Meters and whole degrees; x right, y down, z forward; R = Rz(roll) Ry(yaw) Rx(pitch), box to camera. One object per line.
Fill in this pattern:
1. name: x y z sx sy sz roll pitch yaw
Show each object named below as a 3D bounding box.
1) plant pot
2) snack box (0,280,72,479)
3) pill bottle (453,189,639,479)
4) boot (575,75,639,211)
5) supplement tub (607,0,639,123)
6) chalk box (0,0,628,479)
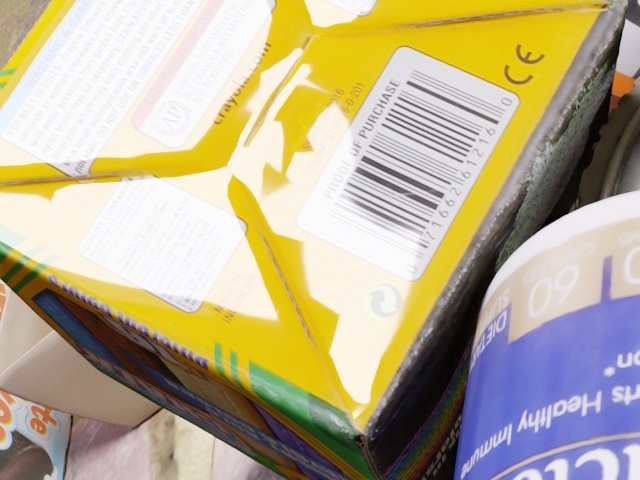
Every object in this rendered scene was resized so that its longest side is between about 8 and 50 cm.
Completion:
1. plant pot: -0.124 0.048 0.904 0.109 0.096 0.109 -37 31 25
2. snack box: -0.247 0.075 0.962 0.060 0.187 0.322 -38 30 24
3. pill bottle: 0.104 0.126 0.395 0.153 0.153 0.264 -29 35 38
4. boot: 0.195 -0.044 0.474 0.208 0.076 0.189 2 61 51
5. supplement tub: 0.147 -0.126 0.663 0.198 0.106 0.106 -58 20 34
6. chalk box: 0.000 0.000 0.618 0.180 0.179 0.289 -58 -16 -14
